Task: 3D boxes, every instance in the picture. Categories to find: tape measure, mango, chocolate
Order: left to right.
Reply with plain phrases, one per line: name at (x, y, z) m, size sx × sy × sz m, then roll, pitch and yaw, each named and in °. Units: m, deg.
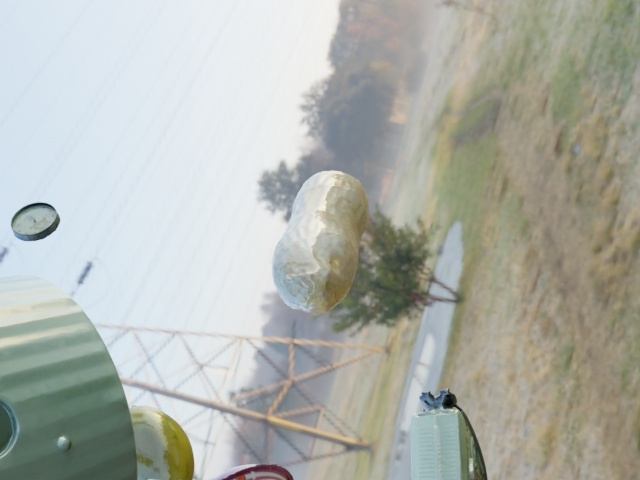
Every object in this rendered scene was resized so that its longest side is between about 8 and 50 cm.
mango at (-0.289, 0.373, 1.573) m, size 0.122 × 0.191 × 0.085 m, roll -48°, pitch -16°, yaw -7°
chocolate at (0.000, 0.000, 1.388) m, size 0.309 × 0.134 × 0.134 m, roll -76°, pitch 0°, yaw -52°
tape measure at (0.227, 0.396, 1.498) m, size 0.207 × 0.115 × 0.235 m, roll 51°, pitch -145°, yaw -52°

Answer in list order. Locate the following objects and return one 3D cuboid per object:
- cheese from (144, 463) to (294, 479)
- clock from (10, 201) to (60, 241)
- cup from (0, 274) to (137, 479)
cheese at (-0.119, 0.307, 1.007) m, size 0.155 × 0.244 × 0.062 m, roll -55°, pitch 46°, yaw 14°
clock at (-0.496, -0.033, 1.545) m, size 0.017 × 0.085 × 0.085 m, roll 83°, pitch -162°, yaw -47°
cup at (-0.369, 0.143, 0.634) m, size 0.392 × 0.310 × 0.400 m, roll -13°, pitch -72°, yaw -45°
